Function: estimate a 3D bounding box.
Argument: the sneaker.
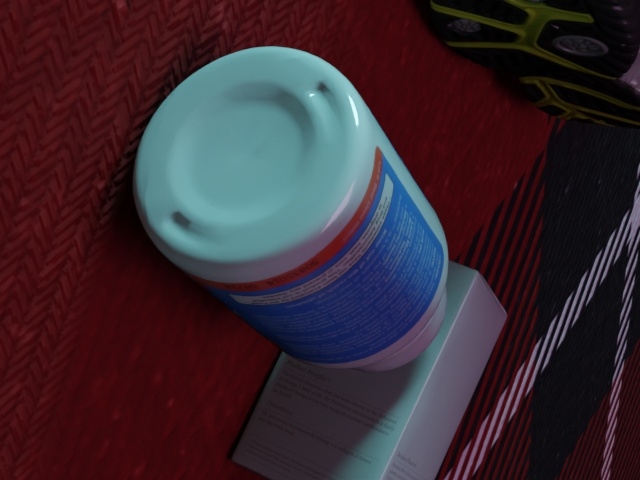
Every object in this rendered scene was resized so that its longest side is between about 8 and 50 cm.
[{"bbox_3d":[0.183,-0.191,0.856,0.385,0.145,0.147,21,79,-67],"label":"sneaker"}]

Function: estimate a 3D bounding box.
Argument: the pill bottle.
[{"bbox_3d":[0.000,0.000,0.645,0.124,0.124,0.221,-63,151,-13],"label":"pill bottle"}]

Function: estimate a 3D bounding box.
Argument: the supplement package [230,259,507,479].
[{"bbox_3d":[0.038,0.098,0.800,0.179,0.105,0.105,-63,152,-11],"label":"supplement package"}]
